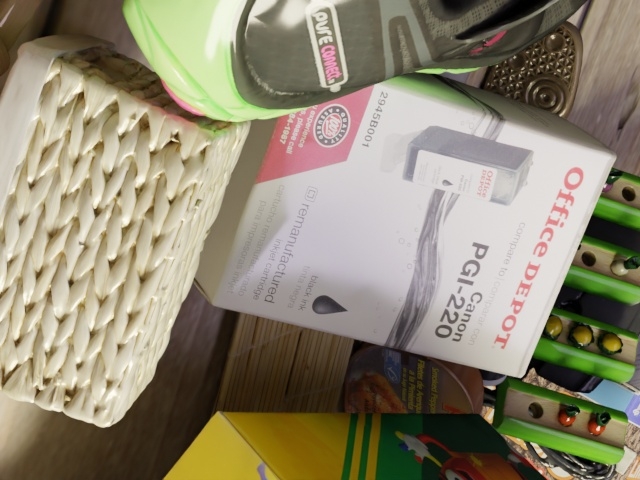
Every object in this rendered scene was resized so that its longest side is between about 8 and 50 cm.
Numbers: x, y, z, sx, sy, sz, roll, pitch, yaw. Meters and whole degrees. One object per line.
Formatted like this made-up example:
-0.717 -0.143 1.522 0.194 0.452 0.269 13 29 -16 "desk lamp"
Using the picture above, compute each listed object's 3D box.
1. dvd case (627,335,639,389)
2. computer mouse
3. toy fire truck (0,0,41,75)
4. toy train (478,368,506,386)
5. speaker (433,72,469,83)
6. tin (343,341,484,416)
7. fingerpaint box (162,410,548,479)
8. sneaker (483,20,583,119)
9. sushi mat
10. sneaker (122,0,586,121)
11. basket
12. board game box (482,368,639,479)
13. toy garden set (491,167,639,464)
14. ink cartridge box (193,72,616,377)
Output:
0.329 0.178 1.626 0.179 0.029 0.238 -2 116 -55 "dvd case"
0.227 0.053 1.247 0.272 0.188 0.072 -53 172 -30 "computer mouse"
-0.170 -0.102 0.648 0.135 0.047 0.192 10 107 -59 "toy fire truck"
0.111 0.033 1.112 0.080 0.105 0.184 -30 138 -40 "toy train"
0.053 -0.068 0.957 0.055 0.055 0.136 0 115 -56 "speaker"
0.073 0.142 1.144 0.040 0.106 0.189 -50 151 -42 "tin"
-0.055 0.318 0.946 0.445 0.163 0.371 -52 155 14 "fingerpaint box"
0.156 -0.089 1.137 0.071 0.066 0.188 -40 153 -59 "sneaker"
0.000 0.000 1.006 0.151 0.019 0.316 -13 125 -50 "sushi mat"
0.098 -0.177 0.758 0.483 0.202 0.185 -37 110 -52 "sneaker"
-0.112 -0.005 0.721 0.113 0.103 0.167 -59 172 -78 "basket"
0.200 0.251 1.387 0.291 0.141 0.232 -61 149 1 "board game box"
0.257 0.058 1.191 0.049 0.204 0.244 142 -38 -65 "toy garden set"
0.045 -0.021 0.889 0.218 0.092 0.158 14 105 -26 "ink cartridge box"
